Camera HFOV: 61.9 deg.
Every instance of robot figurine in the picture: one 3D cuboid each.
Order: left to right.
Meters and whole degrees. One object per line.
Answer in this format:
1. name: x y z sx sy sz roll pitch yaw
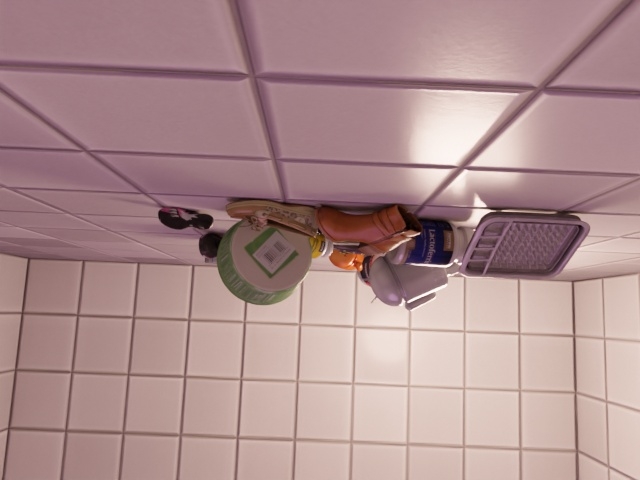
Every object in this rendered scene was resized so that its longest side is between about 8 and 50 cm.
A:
1. robot figurine: 0.111 0.061 2.289 0.128 0.158 0.219 -18 165 19
2. robot figurine: 0.331 0.118 1.978 0.353 0.300 0.200 -24 -161 0

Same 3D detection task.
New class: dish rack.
1. dish rack: 0.608 0.008 1.628 0.332 0.072 0.286 3 139 -4

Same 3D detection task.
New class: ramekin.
1. ramekin: -0.172 0.049 1.719 0.303 0.303 0.148 5 164 -19

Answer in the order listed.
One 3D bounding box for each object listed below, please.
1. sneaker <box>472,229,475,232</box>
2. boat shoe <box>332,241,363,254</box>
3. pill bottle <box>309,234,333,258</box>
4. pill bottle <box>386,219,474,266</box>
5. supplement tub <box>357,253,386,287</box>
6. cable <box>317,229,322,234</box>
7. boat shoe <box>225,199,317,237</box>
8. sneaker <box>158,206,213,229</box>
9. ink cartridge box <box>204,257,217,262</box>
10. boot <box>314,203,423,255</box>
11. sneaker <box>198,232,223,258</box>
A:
1. sneaker: 0.488 -0.014 1.887 0.161 0.057 0.075 4 178 10
2. boat shoe: 0.111 0.025 2.152 0.227 0.069 0.081 2 -156 4
3. pill bottle: -0.040 0.010 1.998 0.103 0.103 0.184 -5 163 44
4. pill bottle: 0.361 0.009 1.753 0.264 0.153 0.153 3 172 -12
5. supplement tub: 0.291 0.129 2.494 0.191 0.191 0.272 4 172 -14
6. cable: 0.077 -0.028 1.947 0.184 0.047 0.150 0 172 9
7. boat shoe: -0.140 -0.065 1.590 0.285 0.089 0.104 5 172 -14
8. sneaker: -0.450 -0.067 1.765 0.178 0.072 0.077 13 179 -27
9. ink cartridge box: -0.425 0.054 2.467 0.209 0.109 0.062 4 173 -14
10. boot: 0.143 -0.050 1.580 0.283 0.109 0.220 34 142 -28
11. sneaker: -0.385 0.014 2.268 0.162 0.106 0.281 -8 178 21
